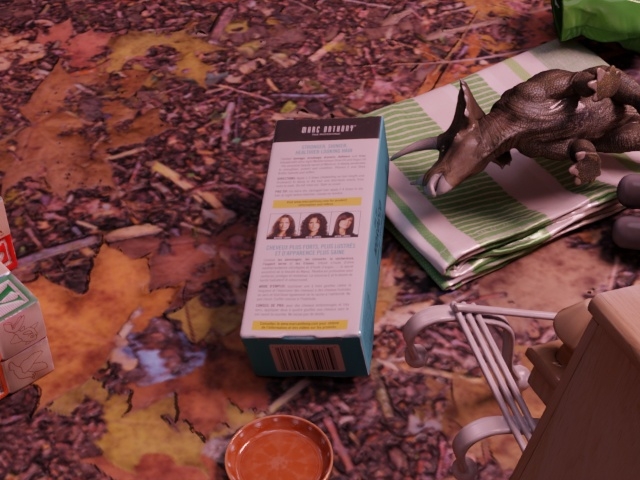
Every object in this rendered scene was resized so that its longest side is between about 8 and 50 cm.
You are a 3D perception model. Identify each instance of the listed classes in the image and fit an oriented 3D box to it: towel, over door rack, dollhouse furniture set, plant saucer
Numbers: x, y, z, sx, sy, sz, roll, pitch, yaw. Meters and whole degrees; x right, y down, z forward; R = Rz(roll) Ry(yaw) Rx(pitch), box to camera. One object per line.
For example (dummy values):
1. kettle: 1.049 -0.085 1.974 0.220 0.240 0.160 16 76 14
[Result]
1. towel: 0.185 -0.090 1.233 0.325 0.038 0.248 -23 47 -21
2. over door rack: 0.241 0.152 0.943 0.324 0.108 0.239 -2 44 -21
3. dollhouse furniture set: 0.316 0.113 0.794 0.356 0.173 0.303 -10 47 -28
4. plant saucer: -0.032 0.170 0.982 0.084 0.013 0.083 0 43 0

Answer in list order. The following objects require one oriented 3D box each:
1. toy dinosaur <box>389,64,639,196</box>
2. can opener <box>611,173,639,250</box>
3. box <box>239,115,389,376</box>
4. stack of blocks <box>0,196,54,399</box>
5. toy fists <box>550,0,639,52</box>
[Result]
1. toy dinosaur: 0.234 -0.115 1.139 0.314 0.121 0.160 -14 23 -27
2. can opener: 0.406 -0.011 1.136 0.284 0.076 0.095 6 0 13
3. box: 0.000 0.000 1.098 0.101 0.060 0.244 -1 50 11
4. stack of blocks: -0.350 0.021 1.093 0.171 0.087 0.297 -31 51 -28
5. toy fists: 0.318 -0.296 1.400 0.142 0.096 0.279 -5 36 5
